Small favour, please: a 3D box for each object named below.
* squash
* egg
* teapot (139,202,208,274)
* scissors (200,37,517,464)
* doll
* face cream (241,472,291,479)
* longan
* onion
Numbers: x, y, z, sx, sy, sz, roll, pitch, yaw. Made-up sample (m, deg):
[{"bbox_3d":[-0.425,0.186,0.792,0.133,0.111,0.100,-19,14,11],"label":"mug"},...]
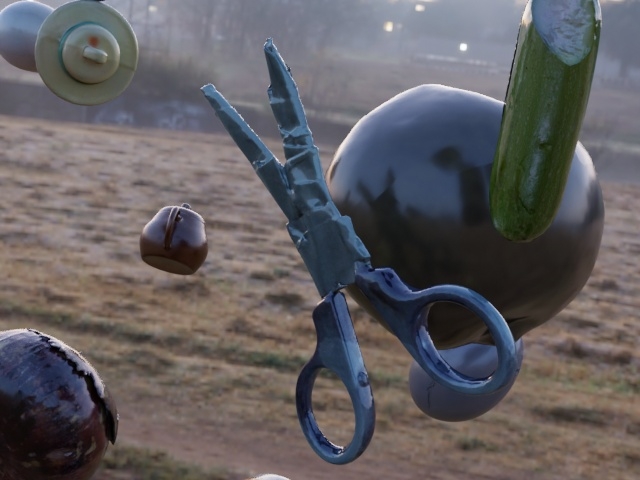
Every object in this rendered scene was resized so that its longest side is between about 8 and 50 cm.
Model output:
[{"bbox_3d":[0.189,-0.106,0.892,0.069,0.238,0.069,6,25,-3],"label":"squash"},{"bbox_3d":[0.225,0.195,1.619,0.146,0.198,0.146,41,14,-13],"label":"egg"},{"bbox_3d":[-0.228,-0.010,1.669,0.116,0.116,0.173,7,-18,0],"label":"teapot"},{"bbox_3d":[0.000,0.000,0.945,0.029,0.383,0.256,-15,-17,-49],"label":"scissors"},{"bbox_3d":[-0.320,-0.264,1.452,0.208,0.144,0.271,23,6,17],"label":"doll"},{"bbox_3d":[-0.088,0.358,1.054,0.187,0.201,0.201,-20,23,-35],"label":"face cream"},{"bbox_3d":[0.163,-0.024,1.155,0.350,0.288,0.288,6,8,-32],"label":"longan"},{"bbox_3d":[-0.379,0.224,1.398,0.246,0.246,0.190,13,42,34],"label":"onion"}]
